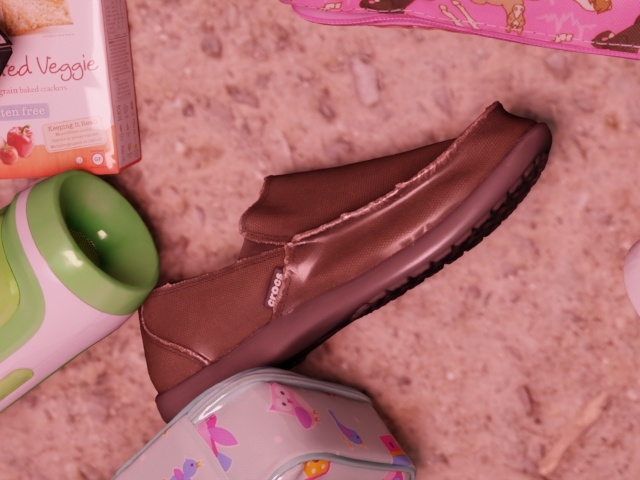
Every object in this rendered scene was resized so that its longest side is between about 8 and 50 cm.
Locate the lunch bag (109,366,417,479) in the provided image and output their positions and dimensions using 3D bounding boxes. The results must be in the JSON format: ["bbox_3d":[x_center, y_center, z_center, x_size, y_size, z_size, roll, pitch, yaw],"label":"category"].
[{"bbox_3d":[-0.073,0.220,1.109,0.279,0.224,0.108,-45,62,16],"label":"lunch bag"}]

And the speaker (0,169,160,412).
[{"bbox_3d":[-0.264,0.071,1.139,0.296,0.131,0.131,-36,94,23],"label":"speaker"}]

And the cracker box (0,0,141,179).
[{"bbox_3d":[-0.230,-0.165,1.131,0.155,0.067,0.232,-3,100,10],"label":"cracker box"}]

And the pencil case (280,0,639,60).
[{"bbox_3d":[0.154,-0.209,1.013,0.386,0.167,0.160,11,140,8],"label":"pencil case"}]

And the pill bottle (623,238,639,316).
[{"bbox_3d":[0.317,-0.024,0.985,0.146,0.146,0.264,42,139,-1],"label":"pill bottle"}]

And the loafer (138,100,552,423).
[{"bbox_3d":[0.000,0.000,1.090,0.366,0.134,0.130,-34,84,15],"label":"loafer"}]

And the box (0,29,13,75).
[{"bbox_3d":[-0.339,-0.117,1.112,0.175,0.051,0.220,46,123,17],"label":"box"}]
